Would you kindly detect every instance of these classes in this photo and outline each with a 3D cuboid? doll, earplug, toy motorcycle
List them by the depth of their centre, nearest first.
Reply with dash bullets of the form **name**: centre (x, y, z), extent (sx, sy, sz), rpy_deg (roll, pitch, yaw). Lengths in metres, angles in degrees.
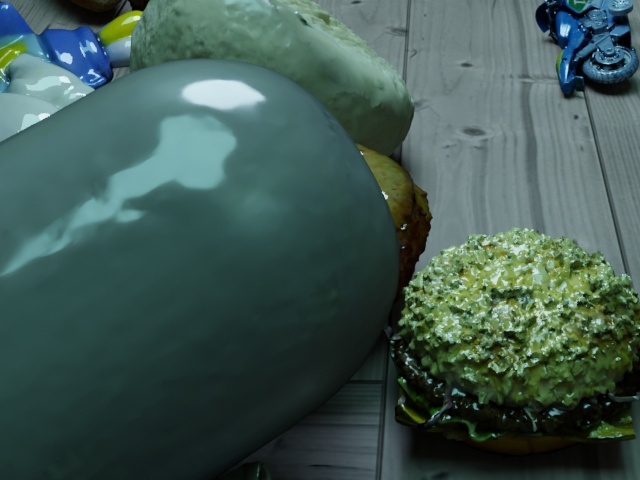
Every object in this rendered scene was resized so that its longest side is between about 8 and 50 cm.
- **earplug**: centre (-0.140, 0.036, 0.812), extent (0.394, 0.312, 0.312), rpy_deg (-33, 40, -6)
- **doll**: centre (-0.367, -0.156, 1.351), extent (0.376, 0.187, 0.365), rpy_deg (10, 47, 1)
- **toy motorcycle**: centre (0.378, -0.298, 1.510), extent (0.136, 0.092, 0.254), rpy_deg (-6, 43, 14)

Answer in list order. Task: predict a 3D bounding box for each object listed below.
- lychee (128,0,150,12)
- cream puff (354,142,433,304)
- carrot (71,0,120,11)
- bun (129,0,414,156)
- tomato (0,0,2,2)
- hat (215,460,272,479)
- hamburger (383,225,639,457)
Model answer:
- **lychee**: centre (-0.164, -0.401, 1.599), extent (0.268, 0.267, 0.267), rpy_deg (-4, 35, 3)
- **cream puff**: centre (-0.001, 0.000, 1.072), extent (0.240, 0.164, 0.240), rpy_deg (-13, 36, 10)
- **carrot**: centre (-0.395, -0.469, 1.799), extent (0.159, 0.159, 0.225), rpy_deg (-18, 39, -17)
- **bun**: centre (-0.072, -0.197, 1.275), extent (0.360, 0.211, 0.359), rpy_deg (33, 15, -10)
- **tomato**: centre (-0.588, -0.281, 1.475), extent (0.335, 0.176, 0.289), rpy_deg (-9, 52, -11)
- **hat**: centre (-0.052, 0.277, 0.776), extent (0.166, 0.173, 0.144), rpy_deg (-44, 2, -14)
- **hamburger**: centre (0.172, 0.086, 0.943), extent (0.243, 0.138, 0.261), rpy_deg (0, 34, 6)
